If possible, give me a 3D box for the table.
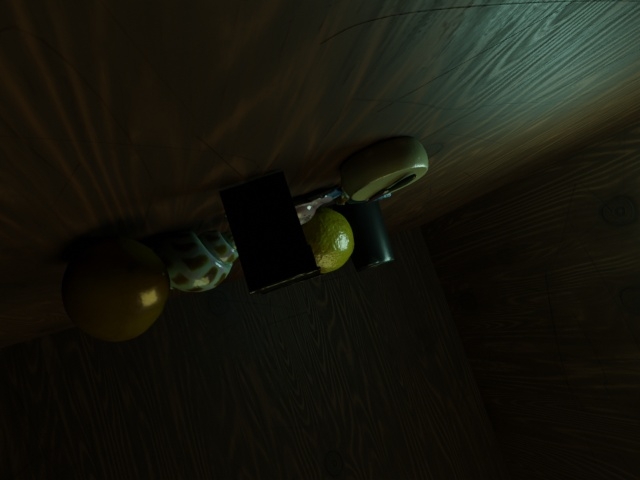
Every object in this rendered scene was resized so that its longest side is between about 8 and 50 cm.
[{"bbox_3d":[-0.134,-0.010,1.175,0.196,0.282,0.250,-18,172,-2],"label":"table"}]

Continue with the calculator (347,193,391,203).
[{"bbox_3d":[0.184,-0.173,1.592,0.120,0.039,0.210,-16,-171,-21],"label":"calculator"}]

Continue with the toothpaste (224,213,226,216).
[{"bbox_3d":[-0.208,-0.103,1.345,0.205,0.036,0.056,-15,172,2],"label":"toothpaste"}]

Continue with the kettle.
[{"bbox_3d":[0.192,-0.024,1.830,0.203,0.309,0.262,-16,172,-10],"label":"kettle"}]

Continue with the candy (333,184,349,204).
[{"bbox_3d":[0.084,-0.166,1.535,0.046,0.053,0.182,-24,176,-12],"label":"candy"}]

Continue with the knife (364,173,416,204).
[{"bbox_3d":[0.206,-0.150,1.266,0.035,0.018,0.247,-17,173,-35],"label":"knife"}]

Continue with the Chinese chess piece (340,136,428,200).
[{"bbox_3d":[0.190,-0.212,1.247,0.272,0.102,0.273,-19,171,-3],"label":"Chinese chess piece"}]

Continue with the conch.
[{"bbox_3d":[-0.422,0.063,1.386,0.367,0.198,0.249,-4,-163,-13],"label":"conch"}]

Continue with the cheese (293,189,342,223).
[{"bbox_3d":[-0.055,-0.114,1.478,0.285,0.074,0.189,-25,171,21],"label":"cheese"}]

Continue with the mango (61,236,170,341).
[{"bbox_3d":[-0.589,0.141,1.198,0.445,0.300,0.232,-25,-169,43],"label":"mango"}]

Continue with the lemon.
[{"bbox_3d":[-0.001,-0.001,1.669,0.292,0.294,0.293,-18,173,-2],"label":"lemon"}]

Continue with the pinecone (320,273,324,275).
[{"bbox_3d":[-0.070,0.063,2.064,0.243,0.309,0.244,-29,146,-22],"label":"pinecone"}]
